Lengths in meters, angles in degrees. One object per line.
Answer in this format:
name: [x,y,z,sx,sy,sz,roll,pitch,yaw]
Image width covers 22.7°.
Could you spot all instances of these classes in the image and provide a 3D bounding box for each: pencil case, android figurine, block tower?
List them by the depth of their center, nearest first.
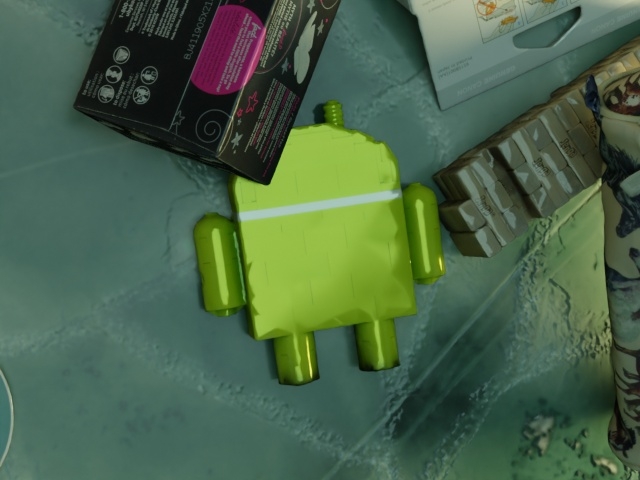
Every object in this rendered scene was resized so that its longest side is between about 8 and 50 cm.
pencil case: [0.342,0.032,1.525,0.183,0.159,0.410,-35,125,-48]
android figurine: [0.000,0.000,1.572,0.248,0.056,0.273,-10,94,-10]
block tower: [0.267,-0.113,1.603,0.335,0.097,0.091,-35,98,-9]

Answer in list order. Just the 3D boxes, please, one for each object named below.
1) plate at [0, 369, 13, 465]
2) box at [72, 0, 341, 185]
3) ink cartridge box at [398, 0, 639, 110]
plate: [-0.387,0.170,1.518,0.188,0.024,0.188,0,91,-10]
box: [-0.094,-0.198,1.483,0.163,0.142,0.247,20,86,21]
ink cartridge box: [0.201,-0.291,1.593,0.275,0.060,0.239,-25,127,-9]
